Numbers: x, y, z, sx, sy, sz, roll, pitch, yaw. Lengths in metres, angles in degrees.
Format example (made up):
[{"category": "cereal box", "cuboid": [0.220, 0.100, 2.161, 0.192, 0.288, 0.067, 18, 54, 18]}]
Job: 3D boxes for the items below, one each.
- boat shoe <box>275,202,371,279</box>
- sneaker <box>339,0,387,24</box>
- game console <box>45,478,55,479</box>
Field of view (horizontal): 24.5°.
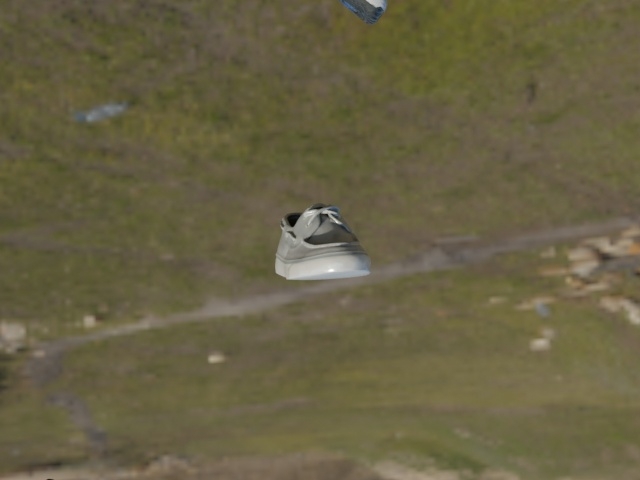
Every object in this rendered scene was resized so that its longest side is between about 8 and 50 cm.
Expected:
[{"category": "boat shoe", "cuboid": [0.000, 0.000, 1.247, 0.066, 0.063, 0.184, -3, -178, -7]}, {"category": "sneaker", "cuboid": [0.037, -0.274, 1.427, 0.080, 0.211, 0.081, 40, 106, -23]}, {"category": "game console", "cuboid": [-0.243, 0.285, 1.360, 0.071, 0.107, 0.122, -48, -175, -25]}]
